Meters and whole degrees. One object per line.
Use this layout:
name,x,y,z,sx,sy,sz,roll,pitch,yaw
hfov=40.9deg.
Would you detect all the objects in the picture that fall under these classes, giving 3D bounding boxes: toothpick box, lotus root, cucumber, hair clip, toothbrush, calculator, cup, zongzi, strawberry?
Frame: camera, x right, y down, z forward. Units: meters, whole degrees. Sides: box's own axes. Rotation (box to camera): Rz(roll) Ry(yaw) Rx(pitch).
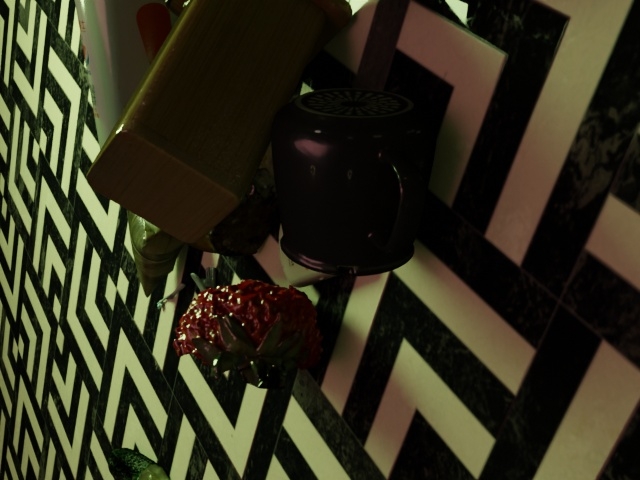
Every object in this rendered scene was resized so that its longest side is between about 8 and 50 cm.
toothpick box,-0.123,-0.174,0.981,0.187,0.190,0.308,-31,31,53
lotus root,-0.175,-0.099,1.240,0.267,0.149,0.260,-55,49,51
cucumber,-0.356,0.442,1.638,0.241,0.074,0.074,1,93,59
hair clip,-0.185,0.101,1.370,0.030,0.039,0.115,-4,91,63
toothbrush,-0.265,0.097,1.520,0.131,0.011,0.013,-36,49,53
calculator,0.000,0.000,1.071,0.175,0.032,0.100,-24,72,55
cup,0.039,-0.051,0.872,0.223,0.169,0.177,-131,42,-58
zongzi,-0.295,-0.034,1.493,0.204,0.094,0.205,117,142,-51
cup,-0.305,-0.292,1.411,0.203,0.203,0.288,24,118,55
strawberry,-0.086,0.095,1.089,0.286,0.188,0.106,-135,59,-75
